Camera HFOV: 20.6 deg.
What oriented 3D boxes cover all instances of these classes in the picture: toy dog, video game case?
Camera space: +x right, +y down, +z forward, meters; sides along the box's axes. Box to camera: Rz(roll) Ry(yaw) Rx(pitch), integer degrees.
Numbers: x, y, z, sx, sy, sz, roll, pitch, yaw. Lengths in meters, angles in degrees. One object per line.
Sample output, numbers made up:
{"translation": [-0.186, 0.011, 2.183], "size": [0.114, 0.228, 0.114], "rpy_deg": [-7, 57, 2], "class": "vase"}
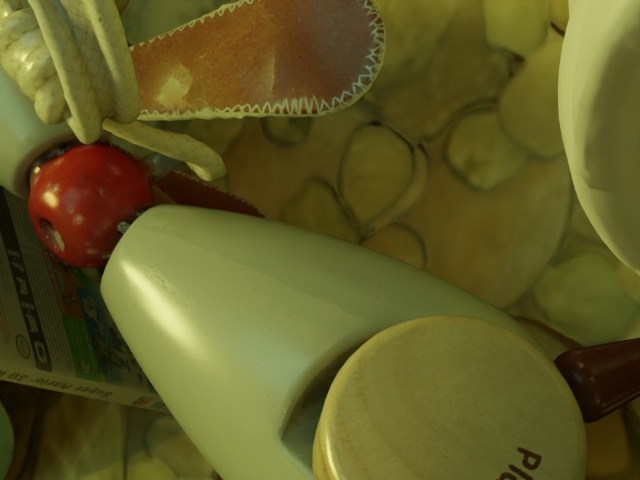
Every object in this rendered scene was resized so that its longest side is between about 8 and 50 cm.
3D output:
{"translation": [0.000, 0.000, 0.627], "size": [0.334, 0.161, 0.220], "rpy_deg": [58, 156, 0], "class": "toy dog"}
{"translation": [-0.112, 0.006, 0.701], "size": [0.015, 0.166, 0.119], "rpy_deg": [-32, 63, 24], "class": "video game case"}

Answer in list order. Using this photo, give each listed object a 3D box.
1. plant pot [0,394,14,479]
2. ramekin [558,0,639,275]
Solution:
{"translation": [-0.317, -0.052, 0.775], "size": [0.341, 0.341, 0.334], "rpy_deg": [-25, 58, 27], "class": "plant pot"}
{"translation": [0.190, -0.094, 0.473], "size": [0.273, 0.273, 0.127], "rpy_deg": [-27, 53, 26], "class": "ramekin"}
